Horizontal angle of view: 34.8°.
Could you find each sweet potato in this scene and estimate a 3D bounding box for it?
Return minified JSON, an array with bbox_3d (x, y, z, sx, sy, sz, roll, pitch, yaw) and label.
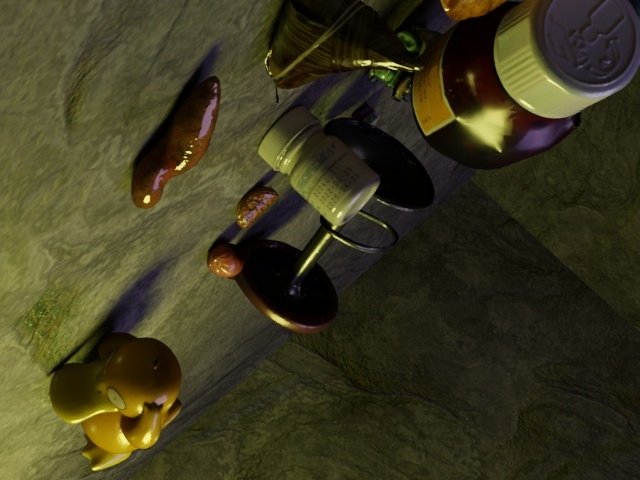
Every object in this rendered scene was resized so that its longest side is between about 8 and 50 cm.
[{"bbox_3d":[-0.164,-0.108,1.182,0.202,0.058,0.055,-52,-170,25],"label":"sweet potato"}]

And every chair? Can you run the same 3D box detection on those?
[{"bbox_3d":[0.000,0.000,1.811,0.401,0.226,0.226,-52,169,32],"label":"chair"}]

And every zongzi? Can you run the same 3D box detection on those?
[{"bbox_3d":[0.021,-0.204,1.190,0.084,0.184,0.187,-39,168,-33],"label":"zongzi"}]

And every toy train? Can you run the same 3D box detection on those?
[{"bbox_3d":[0.151,-0.298,1.703,0.125,0.080,0.194,-59,163,15],"label":"toy train"}]

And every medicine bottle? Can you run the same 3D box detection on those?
[{"bbox_3d":[-0.001,-0.110,1.526,0.105,0.168,0.105,-44,171,-9],"label":"medicine bottle"},{"bbox_3d":[0.299,-0.237,1.478,0.242,0.242,0.395,-44,-169,-16],"label":"medicine bottle"}]

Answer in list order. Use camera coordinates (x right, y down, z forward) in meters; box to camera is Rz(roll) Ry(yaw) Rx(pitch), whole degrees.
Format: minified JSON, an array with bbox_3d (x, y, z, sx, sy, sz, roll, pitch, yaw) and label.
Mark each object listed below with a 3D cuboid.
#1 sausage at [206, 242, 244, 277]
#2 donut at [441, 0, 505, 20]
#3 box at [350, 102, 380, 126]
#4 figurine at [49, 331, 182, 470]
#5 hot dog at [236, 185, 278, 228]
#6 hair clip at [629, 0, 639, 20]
[{"bbox_3d":[-0.163,0.036,1.755,0.054,0.059,0.094,-34,176,5],"label":"sausage"},{"bbox_3d":[0.246,-0.468,1.167,0.435,0.163,0.377,-47,170,16],"label":"donut"},{"bbox_3d":[0.060,-0.176,1.900,0.050,0.041,0.207,-38,167,-27],"label":"box"},{"bbox_3d":[-0.308,0.246,1.611,0.215,0.215,0.228,-43,159,-16],"label":"figurine"},{"bbox_3d":[-0.108,-0.058,1.679,0.083,0.035,0.058,-45,170,-7],"label":"hot dog"},{"bbox_3d":[0.454,-0.421,1.409,0.238,0.318,0.392,-39,131,-5],"label":"hair clip"}]
